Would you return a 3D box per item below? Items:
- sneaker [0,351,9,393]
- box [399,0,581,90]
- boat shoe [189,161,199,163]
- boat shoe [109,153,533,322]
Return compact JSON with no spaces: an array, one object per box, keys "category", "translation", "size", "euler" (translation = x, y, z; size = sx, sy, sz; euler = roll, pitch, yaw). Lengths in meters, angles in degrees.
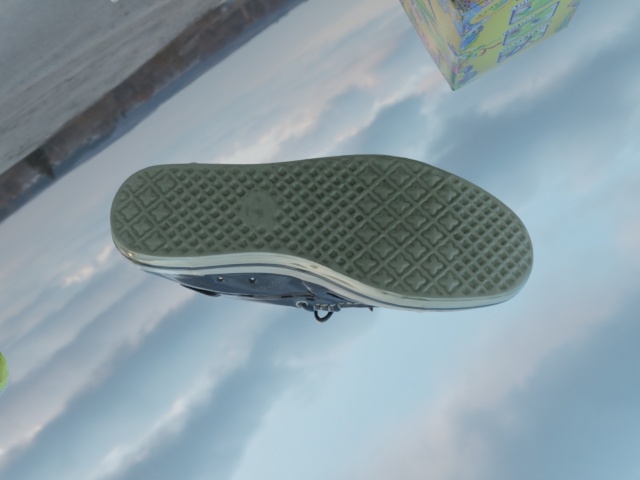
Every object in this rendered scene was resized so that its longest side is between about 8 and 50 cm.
[{"category":"sneaker","translation":[-0.523,0.165,0.759],"size":[0.091,0.126,0.240],"euler":[18,-162,34]},{"category":"box","translation":[0.165,-0.373,0.703],"size":[0.177,0.290,0.279],"euler":[-29,174,10]},{"category":"boat shoe","translation":[-0.168,-0.064,1.157],"size":[0.081,0.227,0.079],"euler":[-36,-171,-10]},{"category":"boat shoe","translation":[0.000,0.000,0.746],"size":[0.500,0.156,0.187],"euler":[3,-111,6]}]
